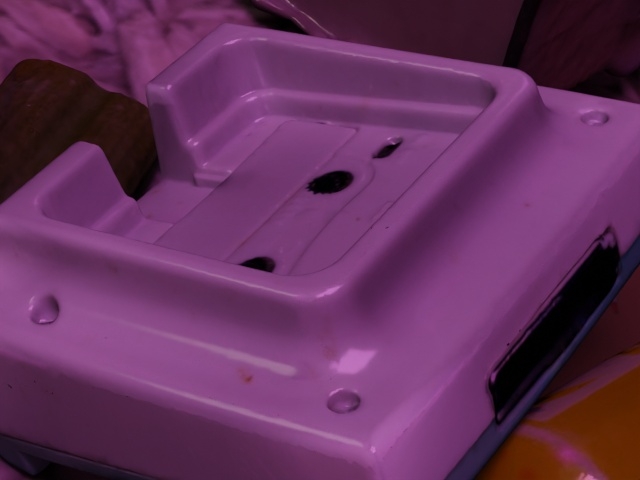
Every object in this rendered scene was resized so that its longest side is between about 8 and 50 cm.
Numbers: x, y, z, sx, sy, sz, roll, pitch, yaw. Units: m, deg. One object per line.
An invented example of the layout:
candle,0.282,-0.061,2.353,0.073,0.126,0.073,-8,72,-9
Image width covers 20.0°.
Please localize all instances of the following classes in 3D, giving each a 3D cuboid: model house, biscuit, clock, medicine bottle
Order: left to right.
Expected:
biscuit,-0.174,0.025,0.840,0.099,0.038,0.322,26,48,5
clock,0.000,0.000,0.798,0.231,0.116,0.262,9,40,36
model house,0.100,-0.216,0.999,0.237,0.202,0.237,37,47,27
medicine bottle,0.100,0.130,0.756,0.212,0.122,0.122,-25,59,-31

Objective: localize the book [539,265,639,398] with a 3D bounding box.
book,0.204,0.016,0.954,0.310,0.021,0.217,6,48,-9
